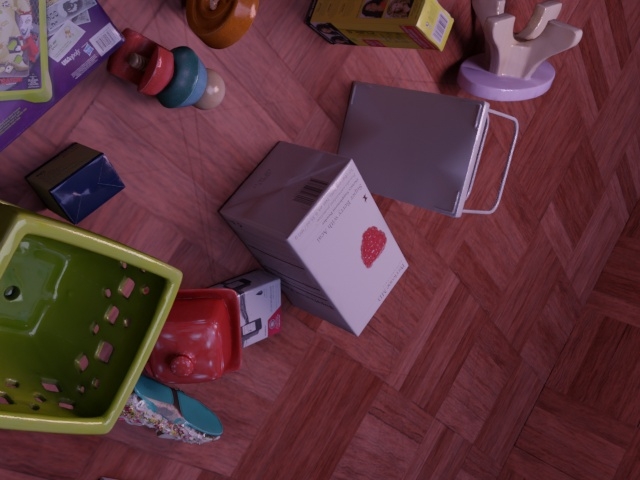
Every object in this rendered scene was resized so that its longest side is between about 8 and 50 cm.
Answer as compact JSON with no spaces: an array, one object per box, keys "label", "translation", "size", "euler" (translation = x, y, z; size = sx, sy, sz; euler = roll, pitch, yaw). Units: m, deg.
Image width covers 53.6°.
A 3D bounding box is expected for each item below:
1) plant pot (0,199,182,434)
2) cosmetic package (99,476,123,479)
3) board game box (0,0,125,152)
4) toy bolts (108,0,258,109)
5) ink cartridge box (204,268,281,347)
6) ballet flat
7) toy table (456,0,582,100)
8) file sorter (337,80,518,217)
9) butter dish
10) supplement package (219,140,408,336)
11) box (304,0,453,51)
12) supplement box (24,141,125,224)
[{"label":"plant pot","translation":[-0.344,0.078,0.756],"size":[0.227,0.207,0.228],"euler":[28,85,-49]},{"label":"cosmetic package","translation":[-0.366,0.510,1.026],"size":[0.099,0.060,0.239],"euler":[38,78,-50]},{"label":"board game box","translation":[-0.404,-0.200,0.698],"size":[0.346,0.056,0.208],"euler":[-50,140,-20]},{"label":"toy bolts","translation":[-0.144,-0.268,0.846],"size":[0.159,0.218,0.228],"euler":[11,117,-54]},{"label":"ink cartridge box","translation":[-0.144,0.127,1.097],"size":[0.151,0.063,0.109],"euler":[-20,120,-40]},{"label":"ballet flat","translation":[-0.261,0.283,1.042],"size":[0.077,0.091,0.241],"euler":[-36,132,9]},{"label":"toy table","translation":[0.414,-0.414,1.350],"size":[0.274,0.252,0.160],"euler":[-39,149,-43]},{"label":"file sorter","translation":[0.196,-0.168,1.173],"size":[0.173,0.278,0.192],"euler":[-1,107,-48]},{"label":"butter dish","translation":[-0.204,0.163,0.969],"size":[0.160,0.118,0.159],"euler":[-1,112,-3]},{"label":"supplement package","translation":[0.000,0.000,1.110],"size":[0.177,0.175,0.293],"euler":[-53,137,-18]},{"label":"box","translation":[0.089,-0.351,1.013],"size":[0.087,0.232,0.058],"euler":[22,87,-50]},{"label":"supplement box","translation":[-0.315,-0.075,0.814],"size":[0.083,0.083,0.056],"euler":[-44,133,-25]}]
